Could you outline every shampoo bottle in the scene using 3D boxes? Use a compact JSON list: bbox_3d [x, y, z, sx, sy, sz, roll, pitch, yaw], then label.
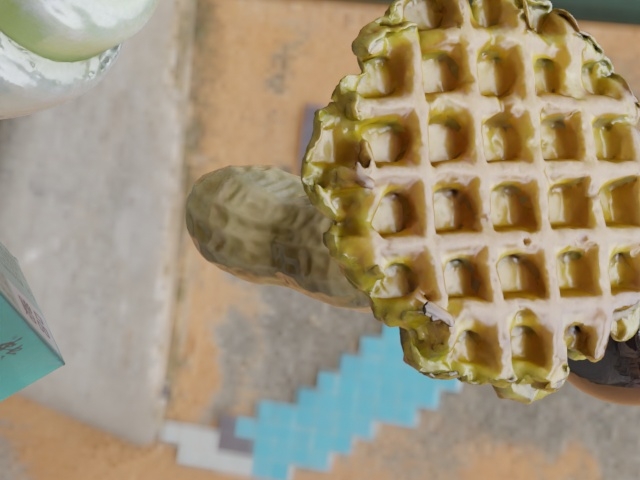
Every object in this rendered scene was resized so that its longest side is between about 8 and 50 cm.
[{"bbox_3d":[-0.343,-0.281,1.752,0.322,0.317,0.322,30,49,-42],"label":"shampoo bottle"}]

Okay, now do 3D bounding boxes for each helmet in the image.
[{"bbox_3d":[0.285,0.051,1.541,0.216,0.193,0.189,-97,168,-71],"label":"helmet"}]

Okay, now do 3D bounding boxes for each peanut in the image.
[{"bbox_3d":[0.000,0.000,1.692,0.136,0.298,0.120,-15,116,-52],"label":"peanut"}]

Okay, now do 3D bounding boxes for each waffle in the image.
[{"bbox_3d":[0.134,-0.035,1.244,0.325,0.068,0.302,45,63,-18],"label":"waffle"}]

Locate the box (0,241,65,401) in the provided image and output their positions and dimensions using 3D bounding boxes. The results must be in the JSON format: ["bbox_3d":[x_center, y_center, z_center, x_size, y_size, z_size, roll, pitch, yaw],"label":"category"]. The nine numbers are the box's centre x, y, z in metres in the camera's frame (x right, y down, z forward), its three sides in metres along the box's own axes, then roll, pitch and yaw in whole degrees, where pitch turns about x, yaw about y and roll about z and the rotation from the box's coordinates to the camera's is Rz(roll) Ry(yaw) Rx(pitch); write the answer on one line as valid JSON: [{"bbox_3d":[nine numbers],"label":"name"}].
[{"bbox_3d":[-0.354,0.039,1.658,0.153,0.092,0.245,60,-1,32],"label":"box"}]
